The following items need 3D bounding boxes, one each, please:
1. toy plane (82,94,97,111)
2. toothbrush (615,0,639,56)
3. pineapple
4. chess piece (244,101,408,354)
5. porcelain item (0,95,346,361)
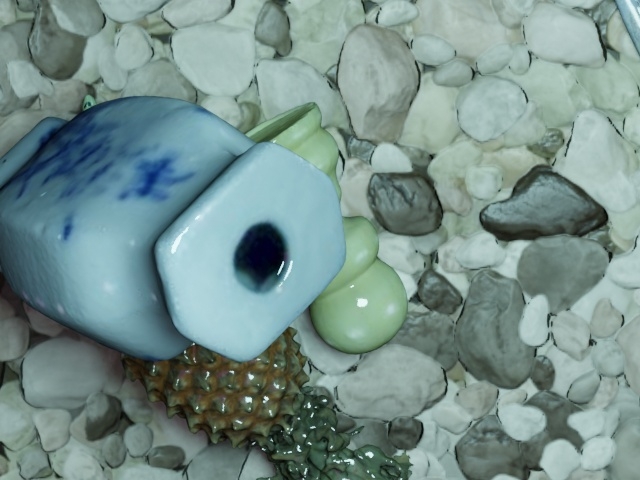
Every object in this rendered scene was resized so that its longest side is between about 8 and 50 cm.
[{"bbox_3d":[-0.236,-0.112,1.725,0.080,0.033,0.083,-9,92,10],"label":"toy plane"},{"bbox_3d":[0.391,-0.092,1.647,0.035,0.042,0.413,-29,94,12],"label":"toothbrush"},{"bbox_3d":[-0.052,0.163,1.699,0.361,0.175,0.175,40,103,-11],"label":"pineapple"},{"bbox_3d":[0.000,0.000,1.672,0.144,0.144,0.251,-30,102,12],"label":"chess piece"},{"bbox_3d":[-0.166,-0.011,1.515,0.242,0.405,0.178,-46,120,-22],"label":"porcelain item"}]
